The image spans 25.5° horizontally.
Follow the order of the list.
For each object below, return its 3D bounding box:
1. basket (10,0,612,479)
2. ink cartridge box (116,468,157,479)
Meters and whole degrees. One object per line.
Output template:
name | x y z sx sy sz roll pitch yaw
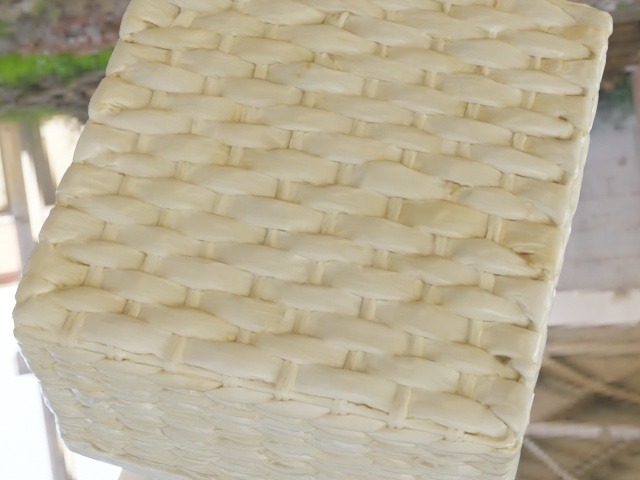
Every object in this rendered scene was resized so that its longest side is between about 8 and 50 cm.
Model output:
basket | 0.000 0.000 0.953 0.331 0.328 0.266 13 157 8
ink cartridge box | -0.065 0.219 1.326 0.212 0.154 0.093 17 -162 -23
